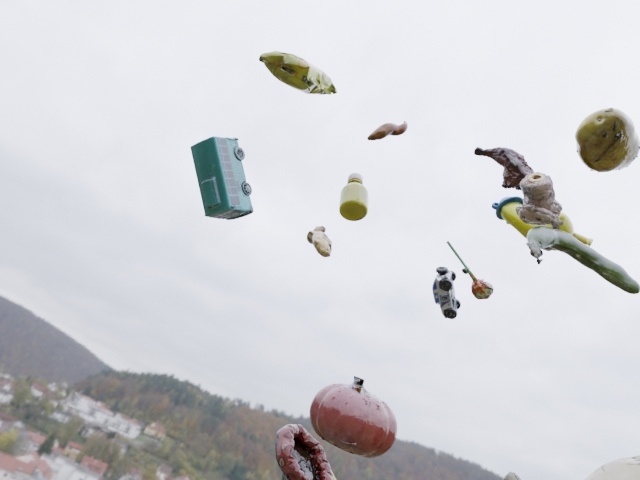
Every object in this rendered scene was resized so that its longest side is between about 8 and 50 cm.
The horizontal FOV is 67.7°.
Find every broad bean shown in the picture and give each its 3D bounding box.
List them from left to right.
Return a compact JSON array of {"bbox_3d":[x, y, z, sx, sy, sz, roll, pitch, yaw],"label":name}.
[{"bbox_3d":[0.558,0.035,1.046,0.292,0.144,0.049,18,-53,-15],"label":"broad bean"}]

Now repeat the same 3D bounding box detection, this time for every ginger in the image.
[{"bbox_3d":[0.000,0.000,1.598,0.089,0.075,0.288,34,5,-9],"label":"ginger"}]

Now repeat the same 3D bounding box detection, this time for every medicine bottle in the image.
[{"bbox_3d":[0.145,-0.195,2.036,0.122,0.212,0.121,4,-41,3],"label":"medicine bottle"}]

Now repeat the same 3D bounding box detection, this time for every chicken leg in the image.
[{"bbox_3d":[0.504,-0.204,1.288,0.093,0.205,0.053,-42,-41,22],"label":"chicken leg"}]

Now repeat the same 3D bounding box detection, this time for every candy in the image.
[{"bbox_3d":[0.608,0.119,1.963,0.084,0.078,0.287,-35,-91,31],"label":"candy"}]

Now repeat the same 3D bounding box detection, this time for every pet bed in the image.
[{"bbox_3d":[-0.039,0.535,1.162,0.201,0.053,0.201,51,6,-7],"label":"pet bed"}]

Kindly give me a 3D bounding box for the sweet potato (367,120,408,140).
[{"bbox_3d":[0.270,-0.438,1.899,0.055,0.202,0.058,61,-25,24],"label":"sweet potato"}]

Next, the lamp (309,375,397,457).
[{"bbox_3d":[0.069,0.350,0.956,0.182,0.140,0.182,24,-14,7],"label":"lamp"}]

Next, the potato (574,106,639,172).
[{"bbox_3d":[0.904,-0.302,1.507,0.173,0.140,0.300,-43,-39,20],"label":"potato"}]

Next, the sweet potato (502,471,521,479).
[{"bbox_3d":[0.271,0.494,0.745,0.124,0.098,0.310,28,-58,11],"label":"sweet potato"}]

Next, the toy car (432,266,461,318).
[{"bbox_3d":[0.402,0.165,1.533,0.070,0.080,0.170,-5,-72,29],"label":"toy car"}]

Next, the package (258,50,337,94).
[{"bbox_3d":[-0.065,-0.508,1.451,0.226,0.090,0.168,34,22,18],"label":"package"}]

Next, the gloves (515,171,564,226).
[{"bbox_3d":[0.534,-0.095,1.174,0.144,0.094,0.110,63,-14,-12],"label":"gloves"}]

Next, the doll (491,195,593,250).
[{"bbox_3d":[0.793,-0.056,1.735,0.363,0.199,0.145,30,-51,24],"label":"doll"}]

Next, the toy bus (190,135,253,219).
[{"bbox_3d":[-0.200,-0.123,0.964,0.079,0.160,0.092,-13,-2,32],"label":"toy bus"}]

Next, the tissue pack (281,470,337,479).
[{"bbox_3d":[-0.037,0.817,1.507,0.192,0.134,0.270,48,-44,49],"label":"tissue pack"}]

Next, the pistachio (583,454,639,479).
[{"bbox_3d":[0.518,0.498,0.651,0.365,0.445,0.281,-17,-70,23],"label":"pistachio"}]
